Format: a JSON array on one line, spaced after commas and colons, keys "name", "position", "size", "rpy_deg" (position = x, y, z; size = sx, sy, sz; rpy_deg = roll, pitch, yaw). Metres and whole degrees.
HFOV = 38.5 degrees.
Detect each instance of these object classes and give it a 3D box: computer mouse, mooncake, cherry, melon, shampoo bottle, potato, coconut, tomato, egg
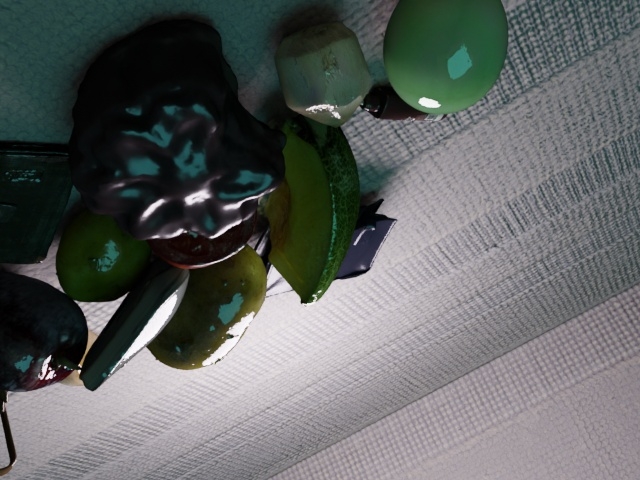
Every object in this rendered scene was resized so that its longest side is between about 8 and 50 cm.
[{"name": "computer mouse", "position": [-0.376, 0.172, 1.883], "size": [0.095, 0.197, 0.331], "rpy_deg": [35, 99, -14]}, {"name": "mooncake", "position": [-0.252, -0.163, 1.595], "size": [0.350, 0.212, 0.381], "rpy_deg": [-30, 138, 21]}, {"name": "cherry", "position": [-0.602, 0.189, 1.871], "size": [0.218, 0.296, 0.255], "rpy_deg": [-55, 165, 22]}, {"name": "melon", "position": [-0.017, -0.093, 1.827], "size": [0.226, 0.331, 0.343], "rpy_deg": [19, 142, -9]}, {"name": "shampoo bottle", "position": [0.151, -0.277, 1.861], "size": [0.236, 0.067, 0.068], "rpy_deg": [-1, 134, -32]}, {"name": "potato", "position": [-0.264, 0.147, 2.053], "size": [0.359, 0.219, 0.270], "rpy_deg": [-28, 112, 24]}, {"name": "coconut", "position": [0.008, -0.287, 1.616], "size": [0.170, 0.183, 0.171], "rpy_deg": [-18, -166, 5]}, {"name": "tomato", "position": [-0.241, -0.049, 1.842], "size": [0.233, 0.200, 0.139], "rpy_deg": [-24, 179, -7]}, {"name": "potato", "position": [-0.437, 0.030, 1.850], "size": [0.186, 0.149, 0.253], "rpy_deg": [9, 134, -12]}, {"name": "egg", "position": [0.224, -0.351, 1.634], "size": [0.220, 0.220, 0.270], "rpy_deg": [-11, 147, -20]}]

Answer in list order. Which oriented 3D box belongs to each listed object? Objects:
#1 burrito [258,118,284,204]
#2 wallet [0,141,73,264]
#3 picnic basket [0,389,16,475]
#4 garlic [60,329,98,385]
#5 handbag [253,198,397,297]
[{"name": "burrito", "position": [-0.128, -0.141, 1.886], "size": [0.082, 0.059, 0.275], "rpy_deg": [-38, 166, -47]}, {"name": "wallet", "position": [-0.565, -0.063, 1.729], "size": [0.169, 0.044, 0.317], "rpy_deg": [1, 141, -33]}, {"name": "picnic basket", "position": [-0.819, 0.378, 1.993], "size": [0.254, 0.321, 0.291], "rpy_deg": [-2, 146, -38]}, {"name": "garlic", "position": [-0.578, 0.263, 2.178], "size": [0.164, 0.145, 0.245], "rpy_deg": [-57, 150, -5]}, {"name": "handbag", "position": [0.000, 0.000, 2.139], "size": [0.325, 0.118, 0.269], "rpy_deg": [-14, 151, -31]}]
